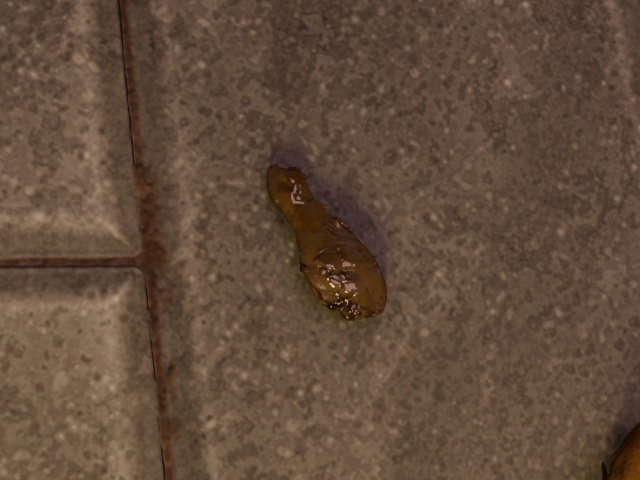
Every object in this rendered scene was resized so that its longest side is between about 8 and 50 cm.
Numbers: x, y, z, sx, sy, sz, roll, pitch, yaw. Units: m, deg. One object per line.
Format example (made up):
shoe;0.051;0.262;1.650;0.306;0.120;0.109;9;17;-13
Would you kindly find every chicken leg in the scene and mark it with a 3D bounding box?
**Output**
chicken leg;0.001;-0.001;1.797;0.085;0.069;0.198;-23;73;-29

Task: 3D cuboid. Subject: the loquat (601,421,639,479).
loquat;0.402;0.293;1.745;0.275;0.275;0.274;7;68;-19
